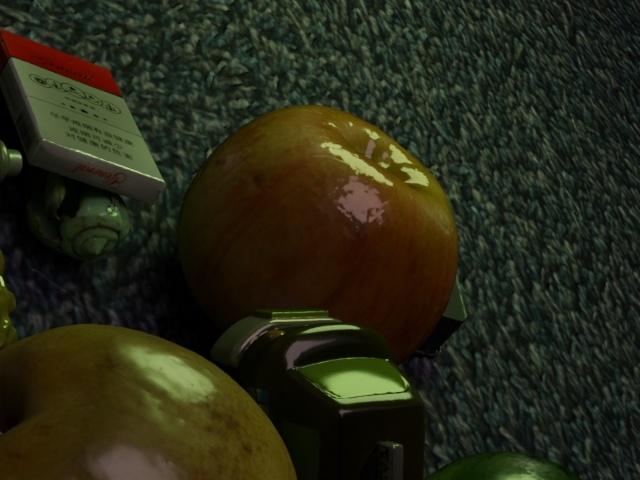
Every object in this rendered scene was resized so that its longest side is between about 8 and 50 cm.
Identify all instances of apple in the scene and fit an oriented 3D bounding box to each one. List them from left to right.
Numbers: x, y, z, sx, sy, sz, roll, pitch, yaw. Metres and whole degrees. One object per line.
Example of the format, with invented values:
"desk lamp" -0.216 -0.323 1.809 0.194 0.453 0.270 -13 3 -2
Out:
"apple" 0.000 0.000 1.538 0.286 0.233 0.286 36 22 -17

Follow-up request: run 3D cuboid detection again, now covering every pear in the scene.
"pear" -0.158 0.218 1.149 0.314 0.314 0.314 26 41 -25

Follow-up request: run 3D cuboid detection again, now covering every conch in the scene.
"conch" -0.247 -0.044 1.502 0.105 0.079 0.170 21 27 -38

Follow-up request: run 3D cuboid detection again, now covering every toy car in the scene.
"toy car" 0.004 0.190 1.331 0.204 0.198 0.248 0 95 -35

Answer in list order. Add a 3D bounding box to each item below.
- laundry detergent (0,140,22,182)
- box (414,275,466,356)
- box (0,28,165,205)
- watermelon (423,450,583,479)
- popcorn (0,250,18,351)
"laundry detergent" -0.374 -0.072 1.322 0.253 0.181 0.091 1 81 -42
"box" 0.112 0.063 1.745 0.084 0.069 0.122 15 46 -32
"box" -0.247 -0.126 1.537 0.139 0.035 0.245 18 23 -33
"watermelon" 0.167 0.313 1.419 0.242 0.242 0.242 26 41 -25
"popcorn" -0.347 0.049 1.219 0.217 0.181 0.235 51 37 6
